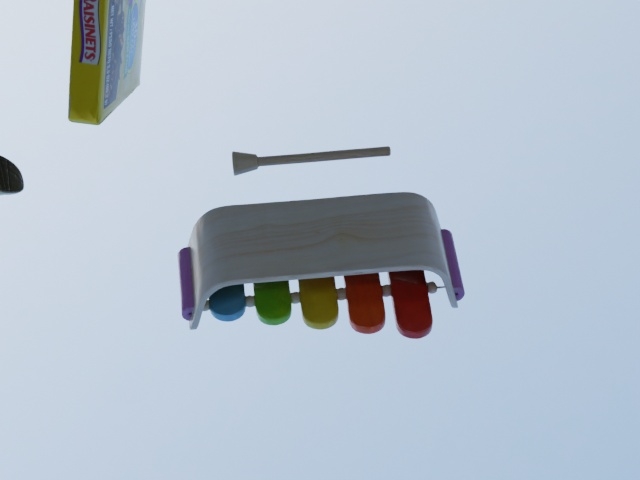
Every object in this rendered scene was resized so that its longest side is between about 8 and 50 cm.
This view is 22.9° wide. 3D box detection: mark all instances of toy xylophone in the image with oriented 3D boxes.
[{"bbox_3d":[0.000,0.000,1.768,0.323,0.081,0.236,1,-133,2],"label":"toy xylophone"}]

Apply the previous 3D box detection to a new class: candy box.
[{"bbox_3d":[-0.135,-0.188,1.040,0.027,0.206,0.105,9,-158,4],"label":"candy box"}]

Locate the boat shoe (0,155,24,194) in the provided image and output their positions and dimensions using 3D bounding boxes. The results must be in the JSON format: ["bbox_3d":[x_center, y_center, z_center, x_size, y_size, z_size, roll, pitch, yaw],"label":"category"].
[{"bbox_3d":[-0.457,-0.082,2.083,0.048,0.056,0.153,-22,168,33],"label":"boat shoe"}]
